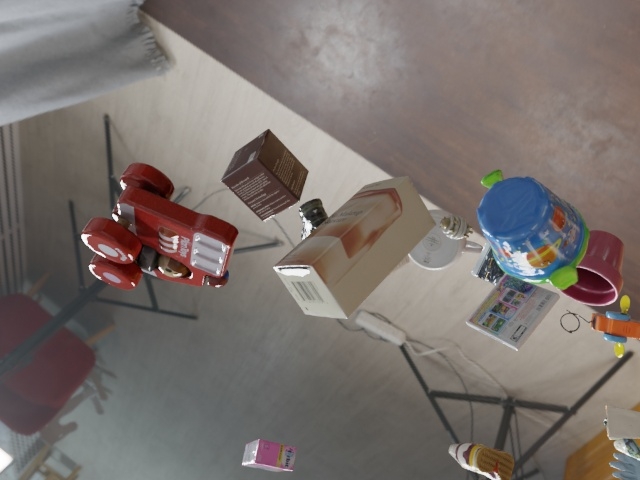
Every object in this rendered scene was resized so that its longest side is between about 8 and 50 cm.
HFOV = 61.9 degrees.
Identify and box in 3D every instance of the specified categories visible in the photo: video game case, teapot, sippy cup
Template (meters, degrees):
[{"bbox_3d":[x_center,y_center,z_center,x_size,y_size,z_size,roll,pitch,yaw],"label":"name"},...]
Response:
[{"bbox_3d":[0.428,0.156,1.195,0.143,0.157,0.019,26,159,54],"label":"video game case"},{"bbox_3d":[0.463,-0.010,2.087,0.252,0.187,0.256,-31,86,28],"label":"teapot"},{"bbox_3d":[0.495,-0.037,1.285,0.305,0.240,0.224,22,173,44],"label":"sippy cup"}]

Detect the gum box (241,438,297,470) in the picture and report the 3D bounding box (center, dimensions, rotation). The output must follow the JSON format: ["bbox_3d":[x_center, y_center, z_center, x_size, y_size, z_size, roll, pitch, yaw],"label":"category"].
[{"bbox_3d":[-0.147,0.603,1.488,0.107,0.062,0.188,17,152,-12],"label":"gum box"}]

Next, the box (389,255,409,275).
[{"bbox_3d":[0.195,0.004,1.852,0.181,0.119,0.182,42,160,52],"label":"box"}]

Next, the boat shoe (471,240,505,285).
[{"bbox_3d":[0.503,0.041,1.517,0.083,0.065,0.183,28,127,19],"label":"boat shoe"}]

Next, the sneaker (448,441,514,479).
[{"bbox_3d":[0.359,0.484,1.181,0.084,0.069,0.185,2,151,47],"label":"sneaker"}]

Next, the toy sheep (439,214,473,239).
[{"bbox_3d":[0.458,-0.042,1.793,0.132,0.091,0.091,22,139,-19],"label":"toy sheep"}]

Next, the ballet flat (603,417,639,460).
[{"bbox_3d":[0.932,0.615,1.650,0.070,0.188,0.070,2,110,7],"label":"ballet flat"}]

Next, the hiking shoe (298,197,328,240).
[{"bbox_3d":[0.000,0.000,1.369,0.086,0.114,0.227,-23,144,-3],"label":"hiking shoe"}]

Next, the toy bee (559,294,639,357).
[{"bbox_3d":[0.978,0.270,1.789,0.298,0.162,0.195,29,101,18],"label":"toy bee"}]

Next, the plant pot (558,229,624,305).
[{"bbox_3d":[0.854,0.074,1.673,0.201,0.180,0.201,30,157,14],"label":"plant pot"}]

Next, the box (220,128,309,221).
[{"bbox_3d":[-0.173,-0.206,1.709,0.167,0.168,0.203,-27,121,33],"label":"box"}]

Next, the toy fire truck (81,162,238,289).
[{"bbox_3d":[-0.293,0.011,1.031,0.254,0.169,0.302,24,149,-3],"label":"toy fire truck"}]

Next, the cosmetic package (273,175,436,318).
[{"bbox_3d":[0.072,0.010,1.065,0.153,0.296,0.129,-8,119,55],"label":"cosmetic package"}]

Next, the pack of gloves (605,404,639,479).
[{"bbox_3d":[0.858,0.548,1.394,0.232,0.195,0.046,8,156,1],"label":"pack of gloves"}]
